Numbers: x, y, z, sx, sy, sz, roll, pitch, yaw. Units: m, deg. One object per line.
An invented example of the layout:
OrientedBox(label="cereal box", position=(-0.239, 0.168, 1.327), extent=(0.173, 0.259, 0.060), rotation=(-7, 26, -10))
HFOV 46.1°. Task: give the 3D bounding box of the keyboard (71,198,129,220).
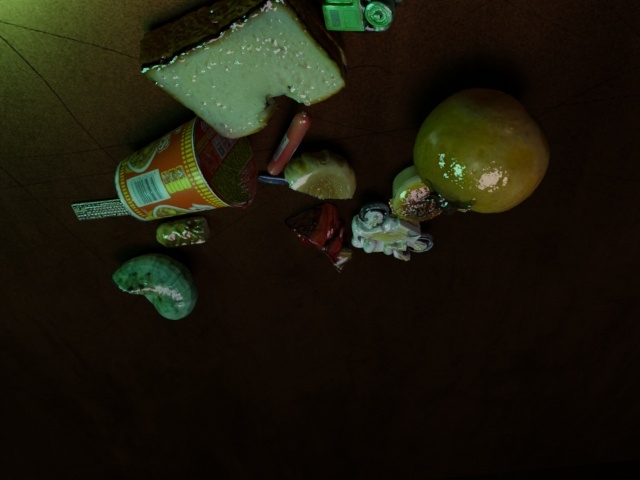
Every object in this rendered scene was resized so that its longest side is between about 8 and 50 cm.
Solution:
OrientedBox(label="keyboard", position=(-0.443, -0.066, 1.555), extent=(0.129, 0.015, 0.049), rotation=(-6, 145, 2))

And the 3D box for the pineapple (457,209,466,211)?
OrientedBox(label="pineapple", position=(0.289, -0.083, 1.624), extent=(0.083, 0.019, 0.045), rotation=(13, 144, -19))

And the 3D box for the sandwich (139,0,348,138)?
OrientedBox(label="sandwich", position=(-0.107, -0.289, 1.214), extent=(0.273, 0.095, 0.249), rotation=(-22, 143, 22))

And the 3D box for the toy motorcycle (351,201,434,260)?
OrientedBox(label="toy motorcycle", position=(0.142, -0.014, 1.657), extent=(0.151, 0.074, 0.229), rotation=(-28, 141, 33))

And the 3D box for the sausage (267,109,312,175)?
OrientedBox(label="sausage", position=(-0.059, -0.176, 1.389), extent=(0.034, 0.034, 0.253), rotation=(7, 158, -16))

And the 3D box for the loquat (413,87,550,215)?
OrientedBox(label="loquat", position=(0.280, -0.151, 1.345), extent=(0.244, 0.244, 0.244), rotation=(-4, 145, -2))

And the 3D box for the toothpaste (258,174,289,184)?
OrientedBox(label="toothpaste", position=(-0.088, -0.124, 1.517), extent=(0.083, 0.019, 0.027), rotation=(3, 168, -10))

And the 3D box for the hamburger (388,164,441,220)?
OrientedBox(label="hamburger", position=(0.205, -0.091, 1.546), extent=(0.126, 0.081, 0.141), rotation=(27, 133, -37))

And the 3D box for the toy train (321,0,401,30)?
OrientedBox(label="toy train", position=(0.047, -0.409, 1.063), extent=(0.119, 0.085, 0.251), rotation=(8, 141, 22))

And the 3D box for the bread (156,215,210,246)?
OrientedBox(label="bread", position=(-0.297, -0.018, 1.608), extent=(0.110, 0.060, 0.066), rotation=(-6, 174, 3))

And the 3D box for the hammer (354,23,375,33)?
OrientedBox(label="hammer", position=(0.088, -0.397, 1.146), extent=(0.078, 0.021, 0.201), rotation=(8, 143, -9))

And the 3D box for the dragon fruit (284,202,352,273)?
OrientedBox(label="dragon fruit", position=(0.004, 0.016, 1.662), extent=(0.122, 0.092, 0.192), rotation=(-14, 144, 13))

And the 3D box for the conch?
OrientedBox(label="conch", position=(-0.362, 0.102, 1.717), extent=(0.176, 0.122, 0.188), rotation=(0, 149, 31))

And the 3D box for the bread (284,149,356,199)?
OrientedBox(label="bread", position=(0.003, -0.134, 1.457), extent=(0.157, 0.083, 0.094), rotation=(-3, 145, -23))

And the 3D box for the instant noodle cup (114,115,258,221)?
OrientedBox(label="instant noodle cup", position=(-0.253, -0.121, 1.380), extent=(0.212, 0.193, 0.193), rotation=(-16, 144, 27))
